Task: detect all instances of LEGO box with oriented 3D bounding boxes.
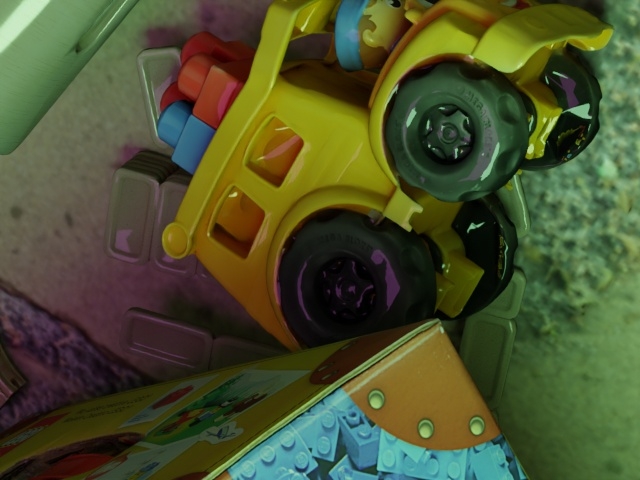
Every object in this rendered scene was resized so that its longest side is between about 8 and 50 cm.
[{"bbox_3d":[-0.047,0.272,0.907,0.372,0.193,0.500,61,150,-6],"label":"LEGO box"}]

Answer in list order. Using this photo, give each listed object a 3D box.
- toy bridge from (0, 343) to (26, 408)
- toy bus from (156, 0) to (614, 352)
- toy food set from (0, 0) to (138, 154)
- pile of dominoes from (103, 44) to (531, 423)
[{"bbox_3d":[-0.263,0.032,1.131,0.188,0.026,0.063,46,120,1],"label":"toy bridge"},{"bbox_3d":[0.014,-0.060,0.887,0.211,0.149,0.220,38,114,18],"label":"toy bus"},{"bbox_3d":[-0.217,-0.223,0.911,0.306,0.092,0.219,40,97,-9],"label":"toy food set"},{"bbox_3d":[0.000,0.000,1.001,0.251,0.040,0.196,15,113,10],"label":"pile of dominoes"}]
